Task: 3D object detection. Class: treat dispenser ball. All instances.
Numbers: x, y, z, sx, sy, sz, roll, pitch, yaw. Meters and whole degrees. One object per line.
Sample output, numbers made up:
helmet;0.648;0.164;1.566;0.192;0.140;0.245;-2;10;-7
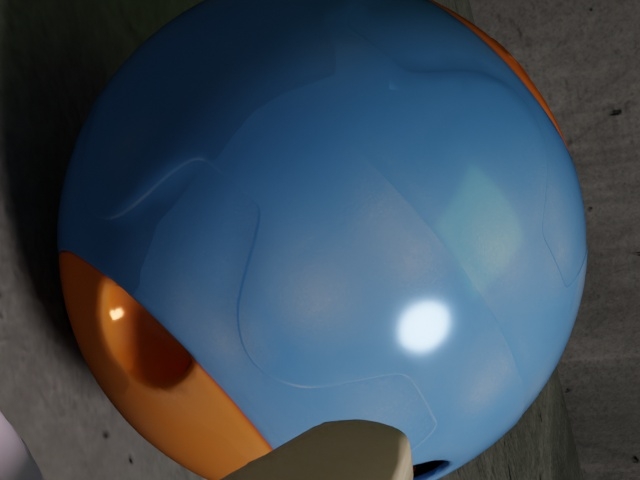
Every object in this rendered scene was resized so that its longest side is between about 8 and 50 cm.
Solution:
treat dispenser ball;0.000;0.000;0.678;0.288;0.288;0.288;-6;90;-72

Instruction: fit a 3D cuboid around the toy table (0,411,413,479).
toy table;-0.079;0.149;0.368;0.274;0.160;0.252;70;32;-54
